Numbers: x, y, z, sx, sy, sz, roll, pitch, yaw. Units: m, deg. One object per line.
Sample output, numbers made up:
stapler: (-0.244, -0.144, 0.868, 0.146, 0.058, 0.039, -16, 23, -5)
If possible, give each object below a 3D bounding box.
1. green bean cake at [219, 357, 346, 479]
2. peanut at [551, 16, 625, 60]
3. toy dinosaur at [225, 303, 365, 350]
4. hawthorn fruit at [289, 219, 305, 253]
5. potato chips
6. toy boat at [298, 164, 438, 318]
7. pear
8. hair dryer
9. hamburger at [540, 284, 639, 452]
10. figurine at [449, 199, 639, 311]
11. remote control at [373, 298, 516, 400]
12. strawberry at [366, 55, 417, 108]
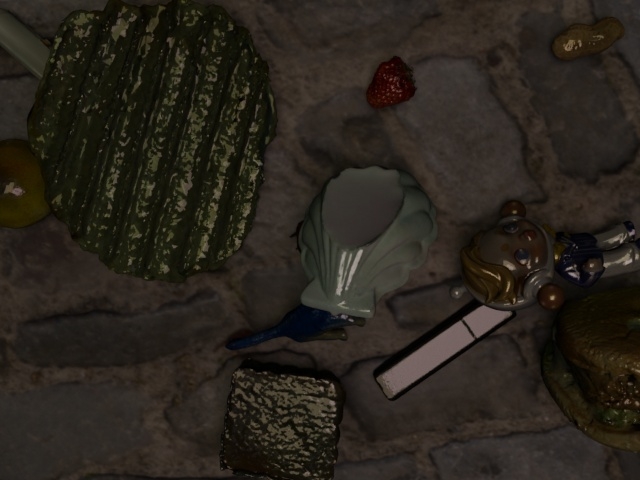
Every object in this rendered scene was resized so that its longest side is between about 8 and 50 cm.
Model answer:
green bean cake: (-0.057, 0.281, 1.228, 0.181, 0.094, 0.173, 7, 94, 2)
peanut: (0.402, -0.304, 1.190, 0.113, 0.054, 0.054, -17, 94, 0)
toy dinosaur: (-0.034, 0.122, 1.172, 0.188, 0.247, 0.075, -10, 80, -17)
hawthorn fruit: (0.000, 0.000, 1.214, 0.093, 0.081, 0.081, 25, 95, 2)
potato chips: (-0.240, -0.138, 1.154, 0.358, 0.070, 0.430, 8, 108, -27)
toy boat: (0.061, -0.024, 1.117, 0.199, 0.290, 0.100, 8, 139, 14)
pear: (-0.473, -0.087, 1.212, 0.140, 0.104, 0.141, 0, 94, -2)
hair dryer: (-0.417, -0.284, 1.203, 0.357, 0.107, 0.173, 40, 92, 5)
hamburger: (0.408, 0.172, 1.117, 0.192, 0.288, 0.168, -7, 113, 15)
figurine: (0.336, 0.022, 1.189, 0.274, 0.133, 0.194, -24, 52, -20)
remote control: (0.195, 0.163, 1.247, 0.245, 0.025, 0.063, -36, 88, 4)
strawberry: (0.103, -0.234, 1.198, 0.083, 0.073, 0.073, -28, 93, 19)
